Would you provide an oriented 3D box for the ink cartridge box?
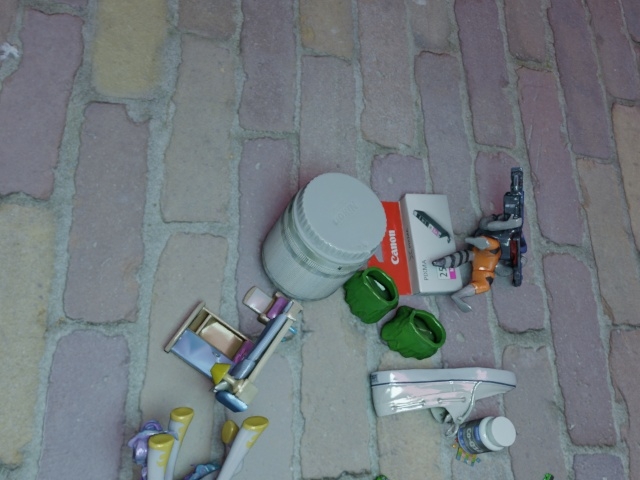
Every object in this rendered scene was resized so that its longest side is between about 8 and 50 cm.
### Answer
[{"bbox_3d":[0.241,0.010,1.411,0.238,0.060,0.275,0,73,-18],"label":"ink cartridge box"}]

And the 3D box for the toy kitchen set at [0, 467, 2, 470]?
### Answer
[{"bbox_3d":[-0.676,0.455,1.001,0.068,0.083,0.075,5,65,30],"label":"toy kitchen set"}]

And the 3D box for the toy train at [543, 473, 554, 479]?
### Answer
[{"bbox_3d":[0.561,0.622,1.325,0.017,0.024,0.083,40,66,-1],"label":"toy train"}]

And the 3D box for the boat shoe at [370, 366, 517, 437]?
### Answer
[{"bbox_3d":[0.303,0.388,1.267,0.367,0.136,0.157,2,72,-12],"label":"boat shoe"}]

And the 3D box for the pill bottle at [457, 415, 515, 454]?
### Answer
[{"bbox_3d":[0.395,0.463,1.261,0.078,0.137,0.078,9,61,-17],"label":"pill bottle"}]

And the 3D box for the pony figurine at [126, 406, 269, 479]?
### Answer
[{"bbox_3d":[-0.271,0.506,0.978,0.350,0.302,0.364,2,102,-34],"label":"pony figurine"}]

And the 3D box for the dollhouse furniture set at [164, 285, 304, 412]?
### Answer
[{"bbox_3d":[-0.172,0.179,1.105,0.198,0.303,0.286,36,67,-3],"label":"dollhouse furniture set"}]

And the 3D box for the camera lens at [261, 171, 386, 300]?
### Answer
[{"bbox_3d":[0.000,0.000,1.213,0.219,0.274,0.219,12,58,-20],"label":"camera lens"}]

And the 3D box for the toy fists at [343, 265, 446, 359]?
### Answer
[{"bbox_3d":[0.174,0.180,1.295,0.279,0.142,0.096,42,51,0],"label":"toy fists"}]

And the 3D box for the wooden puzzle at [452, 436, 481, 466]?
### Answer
[{"bbox_3d":[0.363,0.525,1.308,0.083,0.006,0.049,26,68,-7],"label":"wooden puzzle"}]

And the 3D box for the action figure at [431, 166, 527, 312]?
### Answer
[{"bbox_3d":[0.433,-0.016,1.376,0.330,0.178,0.342,-31,122,-51],"label":"action figure"}]

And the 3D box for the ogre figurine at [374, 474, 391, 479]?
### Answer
[{"bbox_3d":[0.143,0.637,1.166,0.118,0.097,0.197,24,39,7],"label":"ogre figurine"}]
